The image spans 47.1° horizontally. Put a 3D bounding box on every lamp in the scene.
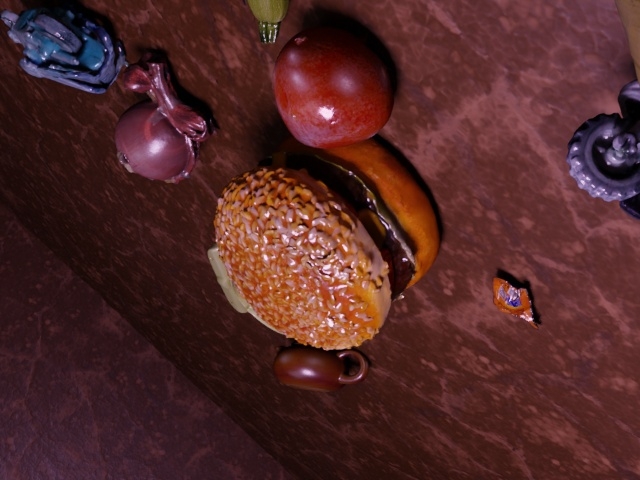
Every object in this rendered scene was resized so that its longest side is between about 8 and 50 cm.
[{"bbox_3d":[-0.300,-0.215,1.363,0.223,0.151,0.215,-40,107,19],"label":"lamp"}]

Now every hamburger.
[{"bbox_3d":[0.000,0.000,1.137,0.330,0.250,0.330,31,150,20],"label":"hamburger"}]

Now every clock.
[{"bbox_3d":[-0.091,0.109,1.581,0.308,0.096,0.235,23,146,31],"label":"clock"}]

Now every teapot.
[{"bbox_3d":[-0.002,0.277,1.688,0.252,0.135,0.178,-3,165,31],"label":"teapot"}]

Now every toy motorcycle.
[{"bbox_3d":[-0.485,-0.363,1.391,0.260,0.154,0.206,22,170,47],"label":"toy motorcycle"},{"bbox_3d":[0.371,-0.068,0.696,0.270,0.159,0.106,24,161,1],"label":"toy motorcycle"}]

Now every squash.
[{"bbox_3d":[-0.079,-0.365,0.918,0.066,0.066,0.252,23,148,33],"label":"squash"}]

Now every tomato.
[{"bbox_3d":[0.014,-0.190,0.959,0.167,0.167,0.167,32,151,20],"label":"tomato"}]

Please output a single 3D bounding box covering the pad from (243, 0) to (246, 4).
[{"bbox_3d":[-0.131,-0.393,0.949,0.112,0.003,0.157,-116,5,-47],"label":"pad"}]

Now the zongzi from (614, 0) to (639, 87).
[{"bbox_3d":[0.234,-0.227,0.574,0.274,0.145,0.300,36,136,18],"label":"zongzi"}]

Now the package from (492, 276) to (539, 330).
[{"bbox_3d":[0.295,0.096,1.121,0.077,0.033,0.110,12,145,30],"label":"package"}]
